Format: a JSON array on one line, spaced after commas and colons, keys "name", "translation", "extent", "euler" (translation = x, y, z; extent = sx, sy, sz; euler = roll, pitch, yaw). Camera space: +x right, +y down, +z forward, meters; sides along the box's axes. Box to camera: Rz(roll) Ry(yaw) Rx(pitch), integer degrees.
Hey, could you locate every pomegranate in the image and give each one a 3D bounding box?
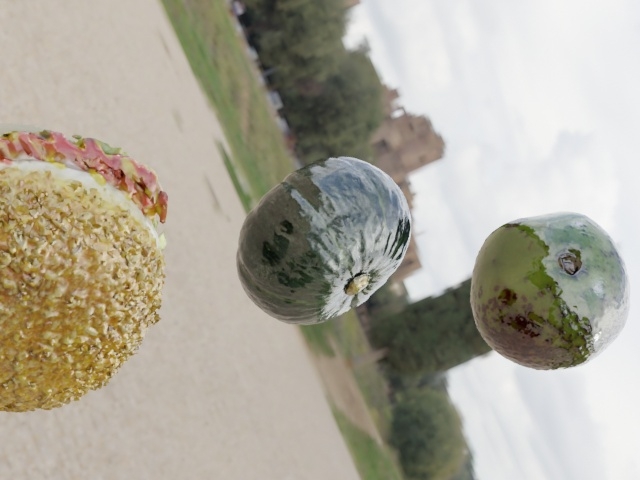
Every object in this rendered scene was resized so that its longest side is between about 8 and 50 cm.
[{"name": "pomegranate", "translation": [0.288, 0.083, 1.631], "extent": [0.248, 0.214, 0.214], "euler": [101, -30, -56]}]

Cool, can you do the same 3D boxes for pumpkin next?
[{"name": "pumpkin", "translation": [0.002, 0.000, 1.409], "extent": [0.152, 0.211, 0.211], "euler": [60, -4, 22]}]

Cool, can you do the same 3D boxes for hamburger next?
[{"name": "hamburger", "translation": [-0.282, 0.028, 1.160], "extent": [0.294, 0.276, 0.179], "euler": [-69, -153, 22]}]
